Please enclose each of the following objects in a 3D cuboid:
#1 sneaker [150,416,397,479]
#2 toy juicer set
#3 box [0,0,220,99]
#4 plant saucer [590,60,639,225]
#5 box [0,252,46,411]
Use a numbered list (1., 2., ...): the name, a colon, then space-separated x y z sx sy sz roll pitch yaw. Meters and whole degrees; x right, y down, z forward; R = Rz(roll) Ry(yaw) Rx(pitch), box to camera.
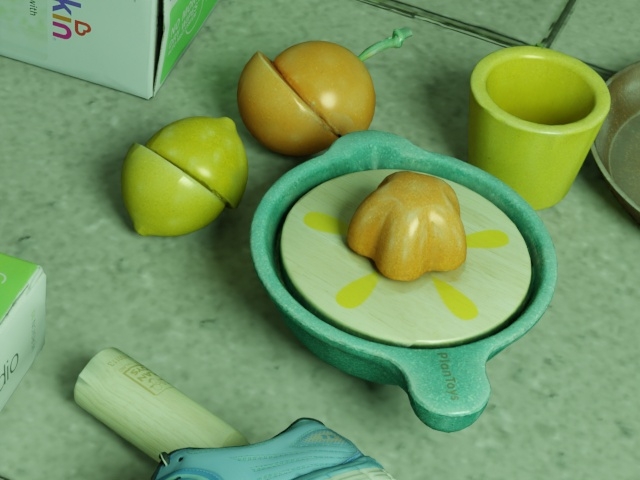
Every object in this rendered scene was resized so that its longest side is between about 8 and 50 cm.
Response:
1. sneaker: -0.051 0.117 0.613 0.162 0.063 0.073 -22 40 -15
2. toy juicer set: 0.000 0.000 0.729 0.209 0.089 0.329 16 44 8
3. box: -0.144 -0.228 0.923 0.231 0.127 0.262 17 43 8
4. plant saucer: 0.217 -0.036 0.846 0.168 0.029 0.168 4 44 -4
5. box: -0.301 0.054 0.650 0.322 0.058 0.232 16 43 11
